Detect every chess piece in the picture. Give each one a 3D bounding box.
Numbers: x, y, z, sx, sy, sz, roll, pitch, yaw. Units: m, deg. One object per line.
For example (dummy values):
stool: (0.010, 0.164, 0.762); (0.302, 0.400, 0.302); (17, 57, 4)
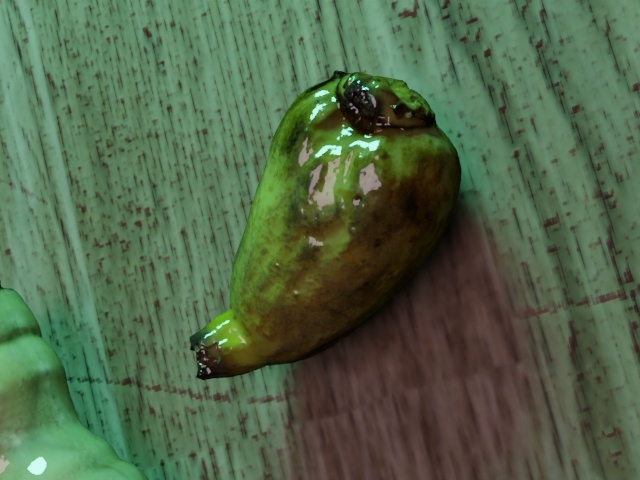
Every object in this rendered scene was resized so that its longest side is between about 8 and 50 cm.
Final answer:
chess piece: (-0.135, 0.176, 0.732); (0.137, 0.137, 0.301); (-43, 80, 15)

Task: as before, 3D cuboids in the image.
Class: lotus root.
lotus root: (0.000, 0.000, 0.695); (0.191, 0.094, 0.108); (-59, 42, 17)
